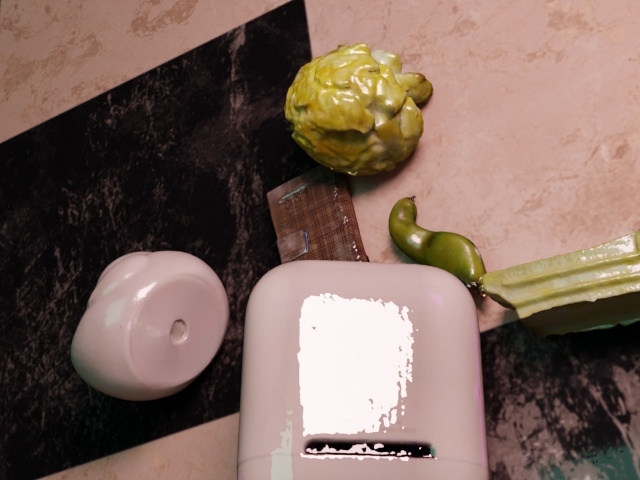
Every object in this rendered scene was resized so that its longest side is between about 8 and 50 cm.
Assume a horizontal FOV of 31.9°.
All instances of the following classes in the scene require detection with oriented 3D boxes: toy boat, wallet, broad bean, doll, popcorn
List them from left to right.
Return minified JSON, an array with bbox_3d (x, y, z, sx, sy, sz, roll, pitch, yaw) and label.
[{"bbox_3d":[-0.254,0.105,1.578,0.221,0.221,0.251,16,50,37],"label":"doll"},{"bbox_3d":[0.000,0.000,1.558,0.124,0.042,0.230,-25,56,16],"label":"wallet"},{"bbox_3d":[0.060,-0.186,1.540,0.212,0.198,0.198,-40,48,-20],"label":"popcorn"},{"bbox_3d":[0.155,0.012,1.449,0.070,0.048,0.213,-48,48,4],"label":"broad bean"},{"bbox_3d":[0.328,0.049,1.280,0.276,0.111,0.084,-16,64,21],"label":"toy boat"}]

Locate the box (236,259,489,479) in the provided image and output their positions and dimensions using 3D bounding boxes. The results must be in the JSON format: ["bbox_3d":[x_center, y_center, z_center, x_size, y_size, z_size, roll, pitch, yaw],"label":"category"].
[{"bbox_3d":[0.050,0.188,1.317,0.288,0.141,0.349,3,63,-4],"label":"box"}]
